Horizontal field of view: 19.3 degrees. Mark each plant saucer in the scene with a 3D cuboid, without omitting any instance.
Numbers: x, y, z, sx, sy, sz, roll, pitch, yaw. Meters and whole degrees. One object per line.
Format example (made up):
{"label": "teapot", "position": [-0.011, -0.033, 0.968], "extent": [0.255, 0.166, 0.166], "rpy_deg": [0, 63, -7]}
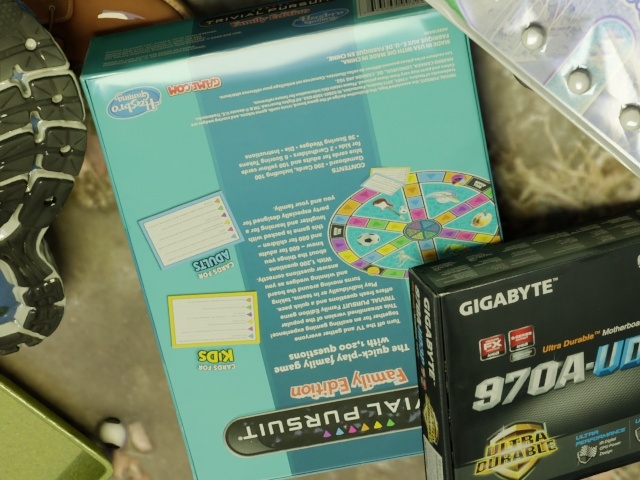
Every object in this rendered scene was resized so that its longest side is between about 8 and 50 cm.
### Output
{"label": "plant saucer", "position": [-0.283, 0.171, 1.524], "extent": [0.188, 0.045, 0.188], "rpy_deg": [38, 120, -9]}

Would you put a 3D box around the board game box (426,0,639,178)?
{"label": "board game box", "position": [0.255, -0.222, 1.066], "extent": [0.390, 0.050, 0.390], "rpy_deg": [40, 107, 6]}

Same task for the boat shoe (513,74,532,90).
{"label": "boat shoe", "position": [0.231, -0.215, 1.150], "extent": [0.112, 0.095, 0.335], "rpy_deg": [36, 121, -7]}

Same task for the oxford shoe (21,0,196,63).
{"label": "oxford shoe", "position": [-0.190, -0.152, 1.302], "extent": [0.212, 0.076, 0.076], "rpy_deg": [12, 119, 5]}

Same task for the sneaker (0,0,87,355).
{"label": "sneaker", "position": [-0.246, -0.057, 1.302], "extent": [0.129, 0.147, 0.330], "rpy_deg": [-14, 147, -23]}

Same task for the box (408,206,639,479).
{"label": "box", "position": [0.173, 0.078, 1.292], "extent": [0.220, 0.051, 0.175], "rpy_deg": [-14, 117, -17]}

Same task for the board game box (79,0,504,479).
{"label": "board game box", "position": [0.000, 0.000, 1.311], "extent": [0.253, 0.079, 0.336], "rpy_deg": [-10, 117, 5]}
